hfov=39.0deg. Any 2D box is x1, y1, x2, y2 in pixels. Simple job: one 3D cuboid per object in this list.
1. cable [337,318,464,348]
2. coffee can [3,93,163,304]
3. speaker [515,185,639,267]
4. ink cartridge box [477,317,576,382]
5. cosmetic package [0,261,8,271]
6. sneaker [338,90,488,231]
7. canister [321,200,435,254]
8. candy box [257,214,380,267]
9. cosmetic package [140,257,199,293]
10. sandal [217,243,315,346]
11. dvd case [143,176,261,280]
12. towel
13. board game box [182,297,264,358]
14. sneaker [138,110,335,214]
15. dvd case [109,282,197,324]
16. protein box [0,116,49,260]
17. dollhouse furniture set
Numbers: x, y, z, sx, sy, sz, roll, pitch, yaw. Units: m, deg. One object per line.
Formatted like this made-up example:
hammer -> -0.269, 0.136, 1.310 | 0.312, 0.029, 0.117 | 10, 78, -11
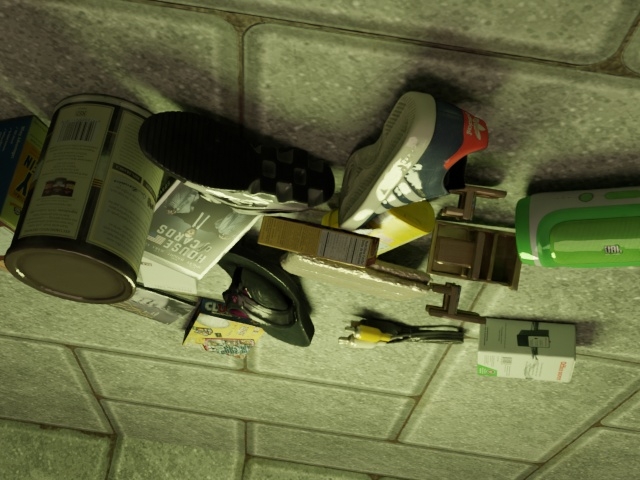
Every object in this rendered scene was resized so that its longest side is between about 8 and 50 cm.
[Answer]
cable -> 0.181, 0.234, 2.084 | 0.287, 0.072, 0.139 | 10, 159, -4
coffee can -> -0.363, -0.063, 1.439 | 0.201, 0.275, 0.201 | 7, 153, 4
speaker -> 0.468, -0.023, 1.441 | 0.296, 0.131, 0.131 | -3, 151, 22
ink cartridge box -> 0.456, 0.245, 2.006 | 0.208, 0.087, 0.153 | 4, 152, 10
cosmetic package -> -0.502, -0.026, 1.714 | 0.296, 0.129, 0.153 | -15, 144, 37
sneaker -> 0.137, -0.097, 1.394 | 0.148, 0.131, 0.350 | 11, 157, -17
canister -> 0.102, -0.031, 1.591 | 0.126, 0.073, 0.170 | 27, 147, -31
candy box -> 0.000, 0.000, 1.518 | 0.186, 0.053, 0.109 | 14, -176, 10
cosmetic package -> -0.300, 0.021, 1.798 | 0.117, 0.086, 0.231 | 8, 152, 1
sandal -> -0.117, 0.145, 1.920 | 0.167, 0.107, 0.446 | 12, 154, 25
dvd case -> -0.223, -0.037, 1.617 | 0.179, 0.030, 0.238 | 27, 122, -33
towel -> 0.066, 0.060, 1.759 | 0.282, 0.049, 0.187 | 15, 167, -10
board game box -> -0.236, 0.219, 2.209 | 0.165, 0.042, 0.243 | 15, 152, -13
sneaker -> -0.153, -0.103, 1.467 | 0.330, 0.123, 0.146 | 19, 154, -26
dvd case -> -0.426, 0.143, 2.143 | 0.221, 0.018, 0.164 | 23, 150, -25
protein box -> -0.551, -0.083, 1.539 | 0.201, 0.200, 0.136 | -4, 151, 23
dollhouse furniture set -> 0.270, 0.025, 1.505 | 0.160, 0.212, 0.242 | 9, -178, 3
